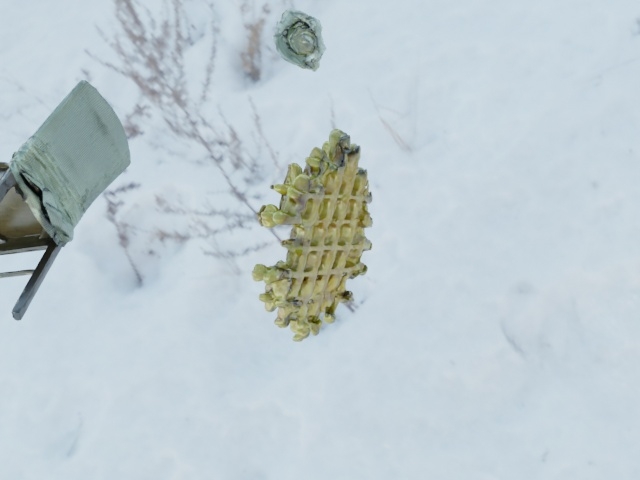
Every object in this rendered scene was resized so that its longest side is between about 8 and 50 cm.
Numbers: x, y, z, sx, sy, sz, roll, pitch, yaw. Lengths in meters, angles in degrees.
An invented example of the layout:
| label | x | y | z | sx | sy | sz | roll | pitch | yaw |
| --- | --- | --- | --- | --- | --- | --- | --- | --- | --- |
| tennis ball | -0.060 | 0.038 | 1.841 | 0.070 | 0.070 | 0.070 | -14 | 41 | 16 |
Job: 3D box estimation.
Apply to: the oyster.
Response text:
| label | x | y | z | sx | sy | sz | roll | pitch | yaw |
| --- | --- | --- | --- | --- | --- | --- | --- | --- | --- |
| oyster | -0.026 | -0.309 | 1.583 | 0.100 | 0.098 | 0.037 | -48 | 27 | 47 |

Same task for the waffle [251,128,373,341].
| label | x | y | z | sx | sy | sz | roll | pitch | yaw |
| --- | --- | --- | --- | --- | --- | --- | --- | --- | --- |
| waffle | 0.000 | 0.000 | 1.274 | 0.051 | 0.231 | 0.228 | 13 | 55 | 30 |

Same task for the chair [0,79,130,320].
| label | x | y | z | sx | sy | sz | roll | pitch | yaw |
| --- | --- | --- | --- | --- | --- | --- | --- | --- | --- |
| chair | -0.405 | -0.055 | 1.367 | 0.186 | 0.160 | 0.319 | -4 | 43 | 27 |
